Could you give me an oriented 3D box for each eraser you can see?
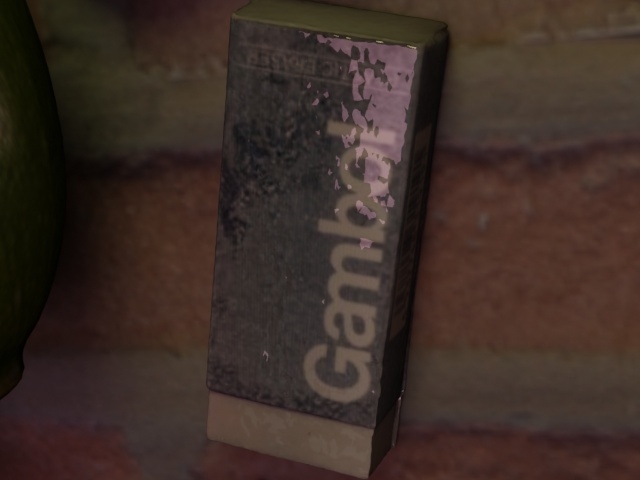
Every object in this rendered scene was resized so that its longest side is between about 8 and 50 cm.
[{"bbox_3d":[0.000,0.000,0.738,0.092,0.046,0.212,11,110,17],"label":"eraser"}]

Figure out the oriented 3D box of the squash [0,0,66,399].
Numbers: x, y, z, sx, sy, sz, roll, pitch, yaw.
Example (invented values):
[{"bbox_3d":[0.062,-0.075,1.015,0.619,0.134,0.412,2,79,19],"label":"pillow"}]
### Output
[{"bbox_3d":[-0.238,-0.063,0.712,0.310,0.310,0.309,-23,118,25],"label":"squash"}]
